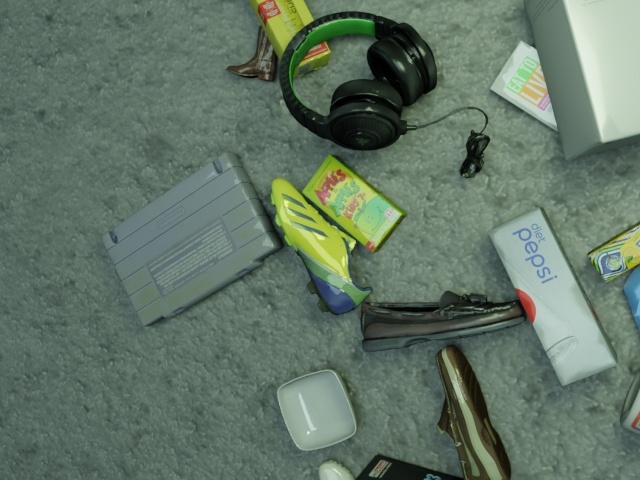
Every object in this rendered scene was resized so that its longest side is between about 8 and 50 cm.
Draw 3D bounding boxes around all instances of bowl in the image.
[{"bbox_3d":[-0.001,0.325,1.380,0.142,0.053,0.142,-23,84,20],"label":"bowl"}]

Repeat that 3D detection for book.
[{"bbox_3d":[0.378,-0.262,1.221,0.144,0.035,0.096,35,106,13],"label":"book"}]

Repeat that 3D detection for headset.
[{"bbox_3d":[0.115,-0.245,1.253,0.394,0.185,0.243,30,74,18],"label":"headset"}]

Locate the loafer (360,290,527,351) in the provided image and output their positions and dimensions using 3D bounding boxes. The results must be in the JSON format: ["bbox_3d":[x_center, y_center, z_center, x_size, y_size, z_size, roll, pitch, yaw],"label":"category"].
[{"bbox_3d":[0.207,0.132,1.267,0.302,0.109,0.095,-14,83,24],"label":"loafer"}]

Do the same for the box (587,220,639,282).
[{"bbox_3d":[0.524,0.000,1.160,0.169,0.059,0.054,-36,82,19],"label":"box"}]

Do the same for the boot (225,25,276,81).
[{"bbox_3d":[-0.128,-0.378,1.404,0.106,0.037,0.114,13,98,11],"label":"boot"}]

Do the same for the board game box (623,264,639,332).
[{"bbox_3d":[0.580,0.104,1.160,0.133,0.033,0.169,-22,80,26],"label":"board game box"}]

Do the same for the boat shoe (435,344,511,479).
[{"bbox_3d":[0.246,0.318,1.265,0.095,0.095,0.258,-23,85,24],"label":"boat shoe"}]

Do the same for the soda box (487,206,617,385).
[{"bbox_3d":[0.390,0.090,1.199,0.098,0.091,0.286,-26,83,20],"label":"soda box"}]

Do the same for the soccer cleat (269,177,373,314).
[{"bbox_3d":[0.000,0.000,1.350,0.121,0.093,0.289,-29,84,9],"label":"soccer cleat"}]

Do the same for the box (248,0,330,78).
[{"bbox_3d":[-0.071,-0.428,1.352,0.087,0.058,0.232,-24,83,-11],"label":"box"}]

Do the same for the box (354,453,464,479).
[{"bbox_3d":[0.184,0.472,1.188,0.293,0.295,0.073,11,97,21],"label":"box"}]

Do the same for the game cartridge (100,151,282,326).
[{"bbox_3d":[-0.269,0.006,1.466,0.355,0.068,0.230,-30,86,19],"label":"game cartridge"}]

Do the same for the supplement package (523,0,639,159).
[{"bbox_3d":[0.447,-0.294,1.092,0.177,0.175,0.293,-14,87,1],"label":"supplement package"}]

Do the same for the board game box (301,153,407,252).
[{"bbox_3d":[0.063,-0.071,1.342,0.181,0.043,0.092,41,106,14],"label":"board game box"}]

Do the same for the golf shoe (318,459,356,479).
[{"bbox_3d":[0.042,0.508,1.356,0.069,0.086,0.176,-33,79,21],"label":"golf shoe"}]

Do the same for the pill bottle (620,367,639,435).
[{"bbox_3d":[0.600,0.283,1.111,0.221,0.124,0.124,23,100,18],"label":"pill bottle"}]
